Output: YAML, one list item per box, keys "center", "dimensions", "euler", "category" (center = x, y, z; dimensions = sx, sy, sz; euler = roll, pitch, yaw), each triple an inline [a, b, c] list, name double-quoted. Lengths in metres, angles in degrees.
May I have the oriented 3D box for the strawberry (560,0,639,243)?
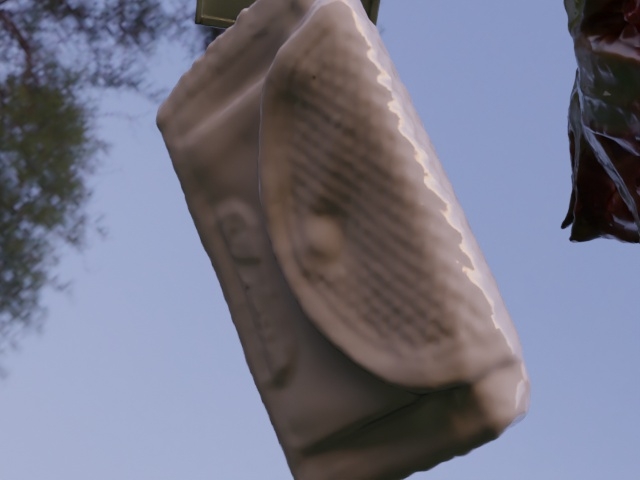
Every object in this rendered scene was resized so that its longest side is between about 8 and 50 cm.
- center: [0.291, -0.115, 0.650]
  dimensions: [0.343, 0.292, 0.292]
  euler: [-2, -57, 14]
  category: "strawberry"

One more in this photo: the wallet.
- center: [0.000, 0.000, 0.463]
  dimensions: [0.124, 0.032, 0.183]
  euler: [-33, -105, 44]
  category: "wallet"

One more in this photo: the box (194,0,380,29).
- center: [-0.009, -0.260, 0.879]
  dimensions: [0.129, 0.086, 0.225]
  euler: [9, -63, -1]
  category: "box"
